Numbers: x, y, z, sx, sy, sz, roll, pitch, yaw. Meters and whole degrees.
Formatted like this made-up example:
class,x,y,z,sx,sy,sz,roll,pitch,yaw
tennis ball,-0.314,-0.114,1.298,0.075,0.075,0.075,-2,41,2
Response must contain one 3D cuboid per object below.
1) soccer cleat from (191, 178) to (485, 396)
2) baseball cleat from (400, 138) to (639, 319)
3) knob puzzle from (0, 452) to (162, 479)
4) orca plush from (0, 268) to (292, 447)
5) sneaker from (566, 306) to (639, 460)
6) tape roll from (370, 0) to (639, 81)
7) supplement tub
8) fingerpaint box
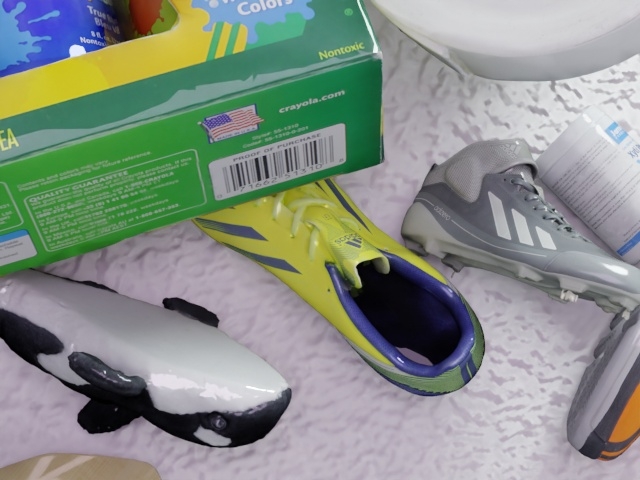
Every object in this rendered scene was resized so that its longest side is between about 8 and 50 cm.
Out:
class,x,y,z,sx,sy,sz,roll,pitch,yaw
soccer cleat,0.001,-0.001,1.100,0.289,0.121,0.093,40,80,5
baseball cleat,0.147,-0.016,1.092,0.206,0.072,0.109,16,80,36
knob puzzle,-0.180,0.236,1.093,0.213,0.030,0.213,0,79,-2
orca plush,-0.167,0.096,1.086,0.287,0.151,0.102,15,110,-3
sneaker,0.324,0.057,1.106,0.180,0.124,0.321,38,80,5
tape roll,0.143,-0.252,1.050,0.286,0.100,0.286,-1,85,16
supplement tub,0.216,-0.041,1.145,0.071,0.071,0.107,-44,86,-10
fingerpaint box,-0.222,-0.178,1.058,0.445,0.163,0.371,-16,66,-6
